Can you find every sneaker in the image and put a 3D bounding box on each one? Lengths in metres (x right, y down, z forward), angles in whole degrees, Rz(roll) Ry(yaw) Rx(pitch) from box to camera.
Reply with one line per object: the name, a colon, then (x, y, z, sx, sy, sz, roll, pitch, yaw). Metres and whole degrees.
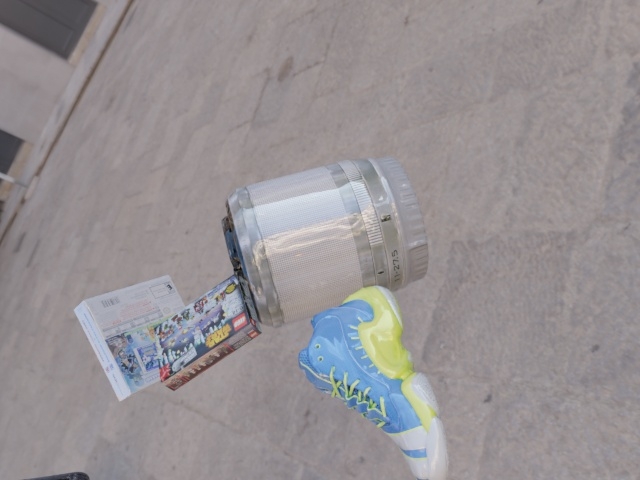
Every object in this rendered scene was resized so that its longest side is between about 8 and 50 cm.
sneaker: (0.048, 0.158, 0.642, 0.126, 0.091, 0.240, -16, 42, -1)

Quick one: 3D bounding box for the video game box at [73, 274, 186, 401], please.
video game box: (-0.325, 0.174, 1.132, 0.048, 0.205, 0.187, -38, 79, 33)

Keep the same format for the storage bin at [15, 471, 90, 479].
storage bin: (-0.399, 0.434, 0.873, 0.084, 0.122, 0.180, 54, 134, 50)

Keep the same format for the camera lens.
camera lens: (0.000, 0.000, 0.925, 0.274, 0.219, 0.219, -15, 39, -7)

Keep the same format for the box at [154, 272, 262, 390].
box: (-0.144, 0.112, 0.757, 0.137, 0.027, 0.094, -34, 43, 8)
